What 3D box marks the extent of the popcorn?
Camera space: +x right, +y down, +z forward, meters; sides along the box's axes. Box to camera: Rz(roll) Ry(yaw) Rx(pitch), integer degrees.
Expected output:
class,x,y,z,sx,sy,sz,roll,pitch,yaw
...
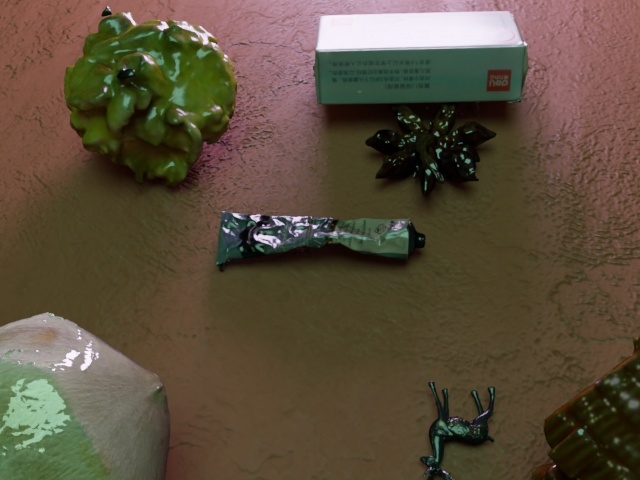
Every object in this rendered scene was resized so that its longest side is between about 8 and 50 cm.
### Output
class,x,y,z,sx,sy,sz,roll,pitch,yaw
popcorn,-0.212,-0.181,1.120,0.218,0.169,0.189,-1,56,8

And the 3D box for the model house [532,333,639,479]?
class,x,y,z,sx,sy,sz,roll,pitch,yaw
model house,0.326,0.212,0.787,0.220,0.229,0.199,-19,51,-8

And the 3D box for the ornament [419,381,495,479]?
class,x,y,z,sx,sy,sz,roll,pitch,yaw
ornament,0.141,0.206,0.919,0.073,0.028,0.125,5,55,8

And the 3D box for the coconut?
class,x,y,z,sx,sy,sz,roll,pitch,yaw
coconut,-0.259,0.191,0.831,0.247,0.245,0.245,-27,58,-14

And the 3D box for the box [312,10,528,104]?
class,x,y,z,sx,sy,sz,roll,pitch,yaw
box,0.127,-0.238,1.165,0.269,0.079,0.135,-1,33,3

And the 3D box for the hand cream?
class,x,y,z,sx,sy,sz,roll,pitch,yaw
hand cream,0.000,0.001,1.064,0.248,0.052,0.075,-2,33,10

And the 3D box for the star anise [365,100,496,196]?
class,x,y,z,sx,sy,sz,roll,pitch,yaw
star anise,0.137,-0.117,1.123,0.168,0.057,0.168,-2,46,2
